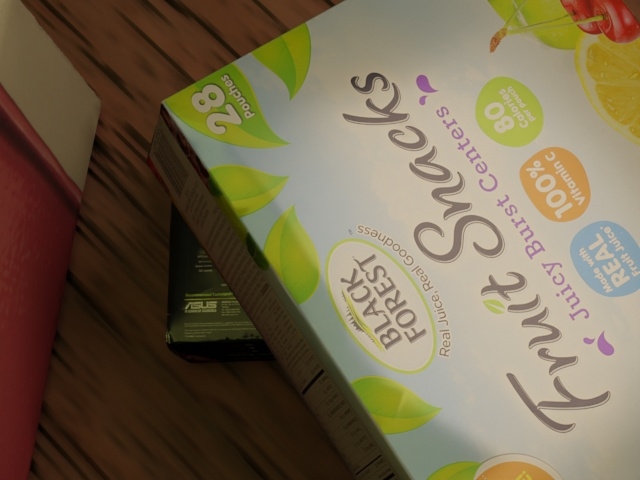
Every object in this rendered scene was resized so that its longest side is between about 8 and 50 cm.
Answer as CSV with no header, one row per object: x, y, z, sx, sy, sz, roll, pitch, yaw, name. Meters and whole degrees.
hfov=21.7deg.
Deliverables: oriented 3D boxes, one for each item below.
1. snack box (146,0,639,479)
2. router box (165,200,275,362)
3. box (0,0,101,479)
0.064,0.003,0.608,0.174,0.070,0.207,-30,80,-18,snack box
0.000,0.000,0.673,0.122,0.038,0.092,-2,73,8,router box
-0.190,0.024,0.650,0.149,0.127,0.232,5,74,11,box
